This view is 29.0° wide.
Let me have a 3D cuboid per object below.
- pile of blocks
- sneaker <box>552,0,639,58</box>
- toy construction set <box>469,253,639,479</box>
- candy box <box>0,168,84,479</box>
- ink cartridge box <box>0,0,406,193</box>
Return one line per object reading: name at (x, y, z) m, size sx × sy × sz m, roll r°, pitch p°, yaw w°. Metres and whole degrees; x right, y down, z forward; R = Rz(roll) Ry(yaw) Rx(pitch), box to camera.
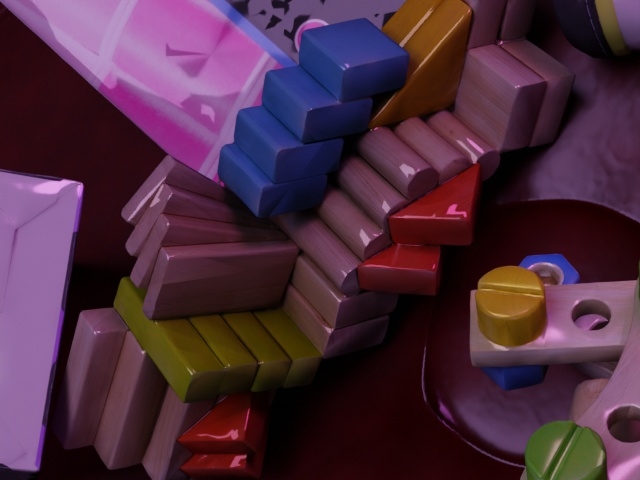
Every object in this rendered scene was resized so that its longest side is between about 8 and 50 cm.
pile of blocks at (0.000, 0.000, 0.644) m, size 0.362 × 0.149 × 0.112 m, roll -52°, pitch 50°, yaw 10°
sneaker at (0.175, -0.202, 0.637) m, size 0.097 × 0.084 × 0.234 m, roll -3°, pitch 81°, yaw 27°
toy construction set at (0.207, 0.087, 0.464) m, size 0.328 × 0.151 × 0.215 m, roll -5°, pitch 45°, yaw 29°
candy box at (-0.194, 0.063, 0.756) m, size 0.196 × 0.070 × 0.165 m, roll 134°, pitch 144°, yaw -70°
ink cartridge box at (-0.114, -0.194, 0.744) m, size 0.371 × 0.069 × 0.176 m, roll 42°, pitch 103°, yaw 8°
